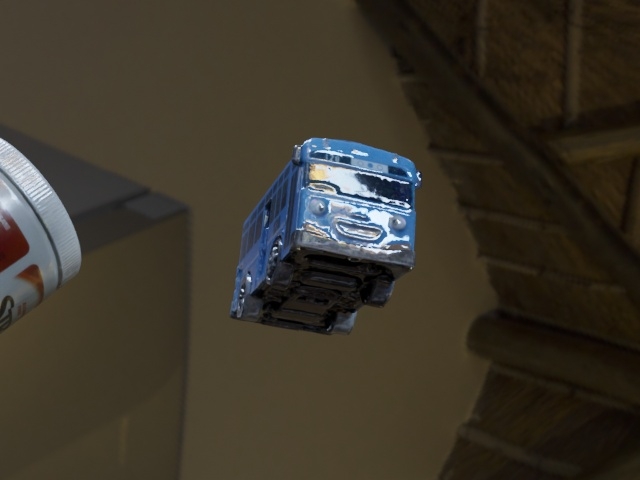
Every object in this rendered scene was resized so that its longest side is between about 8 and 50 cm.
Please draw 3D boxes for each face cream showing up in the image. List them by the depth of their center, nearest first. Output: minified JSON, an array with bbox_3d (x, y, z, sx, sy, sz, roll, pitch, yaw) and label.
[{"bbox_3d":[-0.393,0.011,1.272,0.201,0.187,0.201,32,-36,27],"label":"face cream"}]

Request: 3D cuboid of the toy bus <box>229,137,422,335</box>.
[{"bbox_3d":[0.000,0.000,1.065,0.234,0.116,0.133,134,-34,-64],"label":"toy bus"}]
